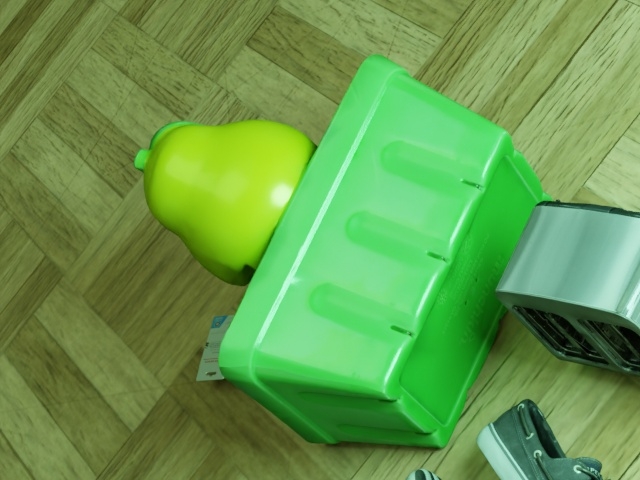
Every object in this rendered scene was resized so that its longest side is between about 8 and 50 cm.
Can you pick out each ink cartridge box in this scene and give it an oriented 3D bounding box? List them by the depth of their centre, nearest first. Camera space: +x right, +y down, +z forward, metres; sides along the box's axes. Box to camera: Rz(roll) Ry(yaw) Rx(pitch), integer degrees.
[{"bbox_3d":[-0.109,0.130,1.846,0.048,0.028,0.083,-8,56,41],"label":"ink cartridge box"}]

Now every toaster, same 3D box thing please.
[{"bbox_3d":[0.268,0.045,1.424,0.168,0.186,0.110,10,64,47],"label":"toaster"}]

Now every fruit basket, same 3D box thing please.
[{"bbox_3d":[0.000,0.000,1.634,0.392,0.283,0.392,-12,60,22],"label":"fruit basket"}]

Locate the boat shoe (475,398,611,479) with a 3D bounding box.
[{"bbox_3d":[0.220,0.221,1.428,0.076,0.080,0.228,-48,32,8],"label":"boat shoe"}]

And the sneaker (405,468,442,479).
[{"bbox_3d":[0.068,0.334,1.491,0.132,0.086,0.228,-33,33,29],"label":"sneaker"}]
